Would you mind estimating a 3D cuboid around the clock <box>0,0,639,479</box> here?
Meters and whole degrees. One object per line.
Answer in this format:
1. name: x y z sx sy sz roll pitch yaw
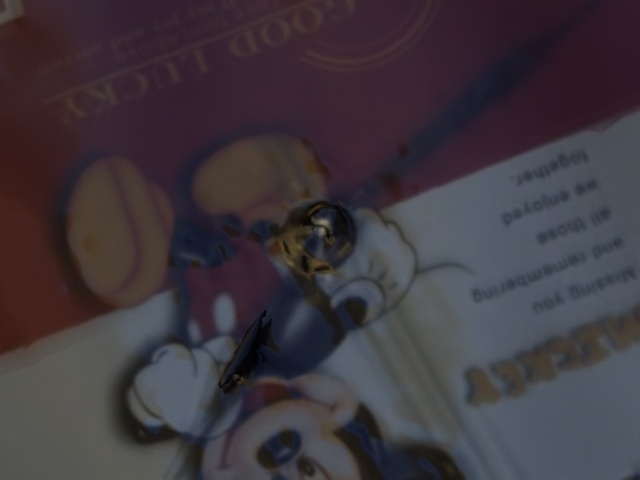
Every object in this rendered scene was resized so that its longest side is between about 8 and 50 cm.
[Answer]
1. clock: 0.000 0.000 0.524 0.318 0.318 0.080 60 -2 16
